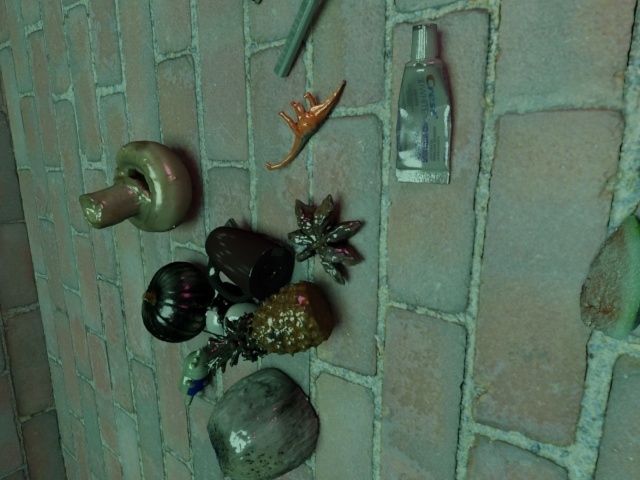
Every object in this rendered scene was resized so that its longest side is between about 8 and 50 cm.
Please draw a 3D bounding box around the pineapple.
[{"bbox_3d":[-0.143,0.225,1.003,0.340,0.169,0.169,-27,83,14],"label":"pineapple"}]

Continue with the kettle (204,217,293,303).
[{"bbox_3d":[-0.206,0.063,1.096,0.232,0.144,0.202,26,106,38],"label":"kettle"}]

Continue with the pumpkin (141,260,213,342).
[{"bbox_3d":[-0.449,0.187,1.275,0.250,0.216,0.249,-16,64,34],"label":"pumpkin"}]

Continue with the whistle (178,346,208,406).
[{"bbox_3d":[-0.418,0.456,1.381,0.092,0.110,0.244,16,112,-2],"label":"whistle"}]

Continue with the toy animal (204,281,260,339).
[{"bbox_3d":[-0.227,0.222,1.149,0.179,0.138,0.166,24,131,38],"label":"toy animal"}]

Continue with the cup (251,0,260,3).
[{"bbox_3d":[-0.160,-0.600,0.962,0.083,0.054,0.074,-16,89,37],"label":"cup"}]

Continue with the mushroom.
[{"bbox_3d":[-0.544,-0.146,1.217,0.293,0.290,0.292,14,113,35],"label":"mushroom"}]

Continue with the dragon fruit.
[{"bbox_3d":[-0.159,0.502,1.112,0.204,0.221,0.283,-44,70,42],"label":"dragon fruit"}]

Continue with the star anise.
[{"bbox_3d":[0.007,-0.012,0.952,0.212,0.073,0.196,27,118,28],"label":"star anise"}]

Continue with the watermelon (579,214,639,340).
[{"bbox_3d":[0.454,0.055,0.622,0.094,0.081,0.180,29,102,48],"label":"watermelon"}]

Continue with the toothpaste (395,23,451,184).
[{"bbox_3d":[0.189,-0.246,0.770,0.099,0.069,0.282,-147,50,-60],"label":"toothpaste"}]

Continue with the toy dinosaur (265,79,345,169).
[{"bbox_3d":[-0.049,-0.264,0.949,0.280,0.055,0.101,-31,103,36],"label":"toy dinosaur"}]

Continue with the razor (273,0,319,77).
[{"bbox_3d":[-0.031,-0.477,0.887,0.111,0.056,0.278,50,125,17],"label":"razor"}]
